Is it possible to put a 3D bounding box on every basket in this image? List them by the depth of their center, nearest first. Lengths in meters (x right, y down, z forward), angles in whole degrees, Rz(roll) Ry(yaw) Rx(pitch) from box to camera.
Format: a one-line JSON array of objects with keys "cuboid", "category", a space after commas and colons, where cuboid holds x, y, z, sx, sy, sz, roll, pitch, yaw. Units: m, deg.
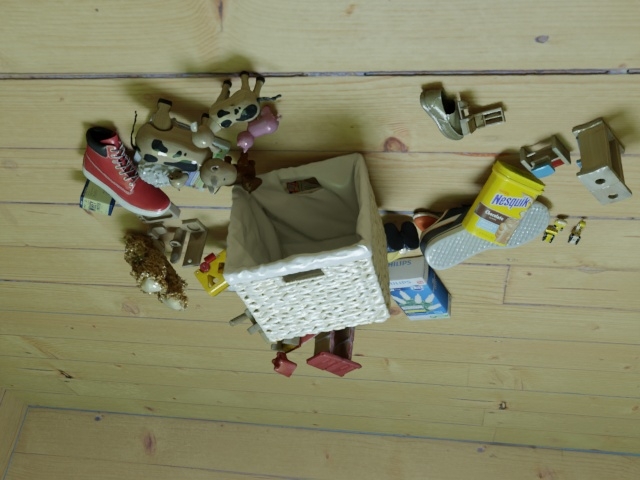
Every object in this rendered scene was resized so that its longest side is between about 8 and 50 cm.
[{"cuboid": [-0.019, 0.015, 1.655, 0.329, 0.331, 0.266, -12, 134, 12], "category": "basket"}]

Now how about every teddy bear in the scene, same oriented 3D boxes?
[{"cuboid": [-0.465, 0.081, 2.027, 0.245, 0.113, 0.338, 40, 180, -18], "category": "teddy bear"}]

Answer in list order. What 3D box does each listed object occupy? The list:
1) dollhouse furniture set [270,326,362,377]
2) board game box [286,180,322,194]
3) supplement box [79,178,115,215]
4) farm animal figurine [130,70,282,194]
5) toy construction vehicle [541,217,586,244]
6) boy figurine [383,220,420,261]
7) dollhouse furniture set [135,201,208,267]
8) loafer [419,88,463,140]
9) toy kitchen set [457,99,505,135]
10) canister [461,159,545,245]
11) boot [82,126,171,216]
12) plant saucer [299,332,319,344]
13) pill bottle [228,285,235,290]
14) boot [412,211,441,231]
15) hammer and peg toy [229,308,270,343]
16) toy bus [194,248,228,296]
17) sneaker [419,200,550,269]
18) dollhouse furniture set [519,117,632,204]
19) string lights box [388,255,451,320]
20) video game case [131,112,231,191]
[{"cuboid": [-0.021, 0.372, 2.447, 0.152, 0.201, 0.374, 25, 145, -26], "category": "dollhouse furniture set"}, {"cuboid": [-0.011, -0.086, 1.832, 0.194, 0.045, 0.146, 13, 149, -9], "category": "board game box"}, {"cuboid": [-0.578, -0.122, 1.867, 0.083, 0.083, 0.056, 17, 147, -12], "category": "supplement box"}, {"cuboid": [-0.253, -0.203, 1.540, 0.327, 0.172, 0.330, 6, 144, -1], "category": "farm animal figurine"}, {"cuboid": [0.618, -0.027, 1.804, 0.086, 0.035, 0.098, 16, 148, 8], "category": "toy construction vehicle"}, {"cuboid": [0.152, 0.038, 1.937, 0.177, 0.092, 0.285, -4, 158, -26], "category": "boy figurine"}, {"cuboid": [-0.422, -0.011, 1.975, 0.144, 0.123, 0.151, -7, 146, 24], "category": "dollhouse furniture set"}, {"cuboid": [0.263, -0.259, 1.469, 0.050, 0.056, 0.148, -14, 143, 43], "category": "loafer"}, {"cuboid": [0.326, -0.260, 1.448, 0.075, 0.083, 0.068, -10, 103, 27], "category": "toy kitchen set"}, {"cuboid": [0.417, -0.082, 1.631, 0.126, 0.073, 0.169, 19, 113, -19], "category": "canister"}, {"cuboid": [-0.464, -0.168, 1.718, 0.244, 0.088, 0.176, 33, 144, -1], "category": "boot"}, {"cuboid": [0.036, 0.208, 2.114, 0.259, 0.047, 0.258, -36, 179, -5], "category": "plant saucer"}, {"cuboid": [-0.199, 0.091, 2.109, 0.194, 0.108, 0.108, -20, 140, 38], "category": "pill bottle"}, {"cuboid": [0.295, -0.013, 1.847, 0.059, 0.084, 0.158, -20, 138, 40], "category": "boot"}, {"cuboid": [-0.103, 0.197, 2.109, 0.127, 0.266, 0.361, 55, 151, 2], "category": "hammer and peg toy"}, {"cuboid": [-0.249, 0.072, 1.992, 0.104, 0.191, 0.202, 55, 141, 4], "category": "toy bus"}, {"cuboid": [0.395, -0.038, 1.760, 0.321, 0.127, 0.126, -18, 117, -2], "category": "sneaker"}, {"cuboid": [0.544, -0.146, 1.521, 0.184, 0.129, 0.129, -21, 139, 37], "category": "dollhouse furniture set"}, {"cuboid": [0.286, 0.146, 2.118, 0.134, 0.076, 0.259, -8, 146, 27], "category": "string lights box"}, {"cuboid": [-0.342, -0.209, 1.727, 0.194, 0.023, 0.212, 20, 146, -19], "category": "video game case"}]
